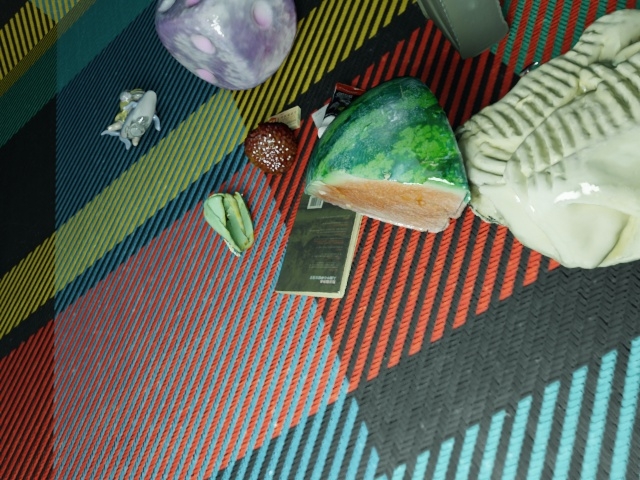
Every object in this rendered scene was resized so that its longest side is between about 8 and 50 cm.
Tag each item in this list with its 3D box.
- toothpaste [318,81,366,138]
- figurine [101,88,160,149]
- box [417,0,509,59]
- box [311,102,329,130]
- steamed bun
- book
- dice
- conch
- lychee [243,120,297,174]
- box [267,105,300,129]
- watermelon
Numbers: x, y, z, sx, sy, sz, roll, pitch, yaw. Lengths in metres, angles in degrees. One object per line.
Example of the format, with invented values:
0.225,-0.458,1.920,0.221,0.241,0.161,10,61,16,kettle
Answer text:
0.042,-0.281,1.036,0.071,0.045,0.193,19,51,7,toothpaste
-0.583,-0.385,1.511,0.208,0.128,0.183,-41,48,15,figurine
0.249,-0.488,0.904,0.138,0.274,0.178,-31,58,19,box
0.038,-0.207,1.043,0.055,0.039,0.218,-31,52,14,box
0.376,-0.108,0.629,0.394,0.237,0.346,-1,51,56,steamed bun
0.000,0.000,0.968,0.160,0.024,0.228,-1,66,35,book
-0.246,-0.582,1.285,0.271,0.270,0.270,14,74,39,dice
-0.197,-0.049,1.102,0.106,0.079,0.170,-46,64,13,conch
-0.111,-0.209,1.097,0.123,0.123,0.129,-19,65,25,lychee
-0.091,-0.289,1.191,0.093,0.015,0.058,-14,61,27,box
0.073,-0.127,0.804,0.222,0.292,0.319,-17,71,1,watermelon
